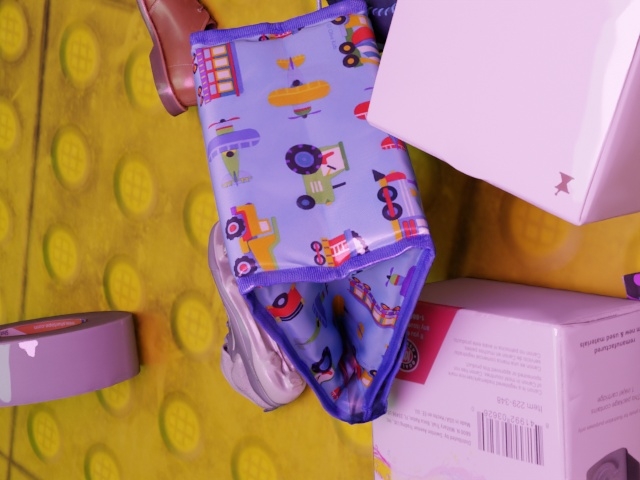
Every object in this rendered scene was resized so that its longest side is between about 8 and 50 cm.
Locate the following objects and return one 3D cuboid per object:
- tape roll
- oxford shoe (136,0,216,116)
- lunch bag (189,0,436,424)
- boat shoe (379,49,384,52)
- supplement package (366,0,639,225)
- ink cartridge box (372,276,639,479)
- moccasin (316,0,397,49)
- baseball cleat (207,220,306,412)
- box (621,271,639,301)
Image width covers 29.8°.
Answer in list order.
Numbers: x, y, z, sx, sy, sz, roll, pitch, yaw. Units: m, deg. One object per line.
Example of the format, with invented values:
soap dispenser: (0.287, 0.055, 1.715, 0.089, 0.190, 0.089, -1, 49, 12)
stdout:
tape roll: (-0.323, 0.135, 1.400, 0.219, 0.219, 0.072, -3, 96, 43)
oxford shoe: (-0.152, -0.243, 1.294, 0.076, 0.076, 0.212, -19, 81, 13)
lunch bag: (0.000, 0.000, 0.940, 0.293, 0.138, 0.221, 81, 176, -60)
boat shoe: (0.124, -0.201, 1.026, 0.257, 0.095, 0.095, 4, 111, 50)
supplement package: (0.204, -0.137, 0.814, 0.177, 0.293, 0.175, 30, 117, 35)
ink cartridge box: (0.159, 0.195, 1.009, 0.226, 0.131, 0.306, 7, 104, 50)
moccasin: (0.016, -0.264, 0.986, 0.138, 0.117, 0.342, -41, 37, 7)
baseball cleat: (-0.086, 0.083, 1.273, 0.109, 0.072, 0.206, -35, 69, 47)
box: (0.319, 0.071, 0.924, 0.162, 0.029, 0.116, -11, 89, 42)
